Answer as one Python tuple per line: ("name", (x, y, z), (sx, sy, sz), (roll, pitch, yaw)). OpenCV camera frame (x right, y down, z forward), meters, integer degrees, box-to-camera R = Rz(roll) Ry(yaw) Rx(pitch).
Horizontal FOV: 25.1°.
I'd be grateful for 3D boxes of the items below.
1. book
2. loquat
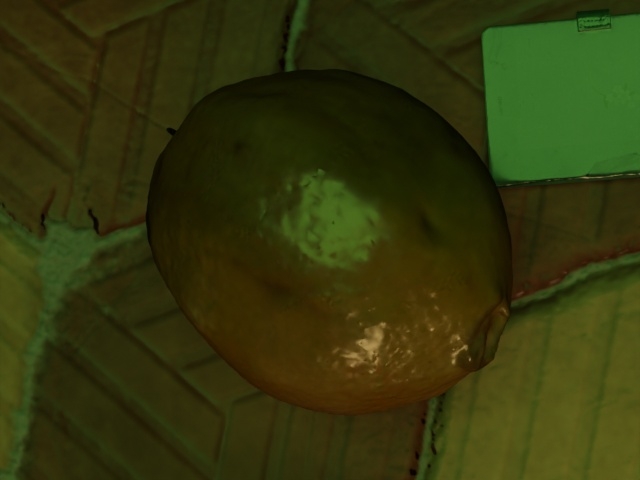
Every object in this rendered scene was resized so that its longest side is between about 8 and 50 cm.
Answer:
("book", (0.166, -0.087, 0.857), (0.135, 0.017, 0.103), (-4, 87, 11))
("loquat", (0.000, 0.000, 0.799), (0.234, 0.176, 0.187), (35, 134, 21))
